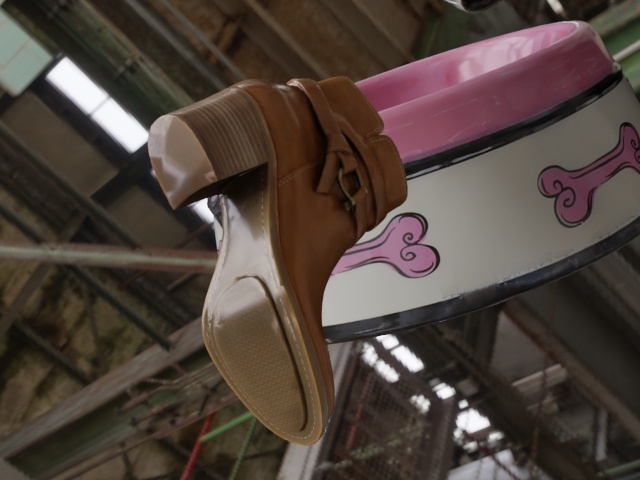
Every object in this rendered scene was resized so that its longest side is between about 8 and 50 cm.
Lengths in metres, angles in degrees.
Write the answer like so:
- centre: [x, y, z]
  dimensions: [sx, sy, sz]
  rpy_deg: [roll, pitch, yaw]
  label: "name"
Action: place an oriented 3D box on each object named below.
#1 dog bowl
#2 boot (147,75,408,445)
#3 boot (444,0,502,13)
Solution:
- centre: [0.084, -0.064, 0.855]
  dimensions: [0.408, 0.408, 0.150]
  rpy_deg: [-37, -68, -52]
  label: "dog bowl"
- centre: [0.000, 0.000, 0.562]
  dimensions: [0.152, 0.073, 0.197]
  rpy_deg: [-23, -83, -47]
  label: "boot"
- centre: [0.163, -0.326, 1.062]
  dimensions: [0.076, 0.189, 0.208]
  rpy_deg: [42, 176, -26]
  label: "boot"
